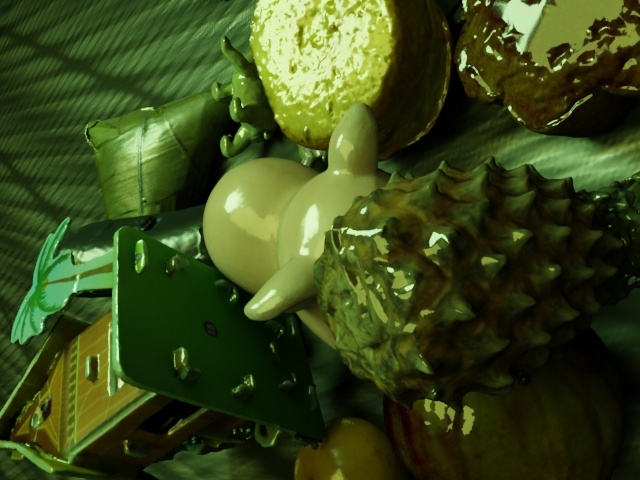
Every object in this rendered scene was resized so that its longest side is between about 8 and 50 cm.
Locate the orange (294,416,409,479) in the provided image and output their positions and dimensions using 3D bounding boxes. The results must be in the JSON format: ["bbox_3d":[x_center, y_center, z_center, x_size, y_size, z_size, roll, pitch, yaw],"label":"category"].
[{"bbox_3d":[0.033,0.300,0.732,0.156,0.124,0.156,-5,82,43],"label":"orange"}]

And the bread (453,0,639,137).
[{"bbox_3d":[0.250,-0.212,0.560,0.246,0.135,0.232,-52,51,28],"label":"bread"}]

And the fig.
[{"bbox_3d":[0.186,0.223,0.549,0.217,0.217,0.320,-13,94,46],"label":"fig"}]

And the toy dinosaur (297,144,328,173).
[{"bbox_3d":[-0.004,-0.156,0.892,0.251,0.072,0.199,0,77,56],"label":"toy dinosaur"}]

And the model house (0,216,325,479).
[{"bbox_3d":[-0.231,0.150,0.765,0.324,0.300,0.340,-37,45,19],"label":"model house"}]

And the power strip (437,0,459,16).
[{"bbox_3d":[0.196,-0.402,0.701,0.385,0.062,0.091,-49,50,30],"label":"power strip"}]

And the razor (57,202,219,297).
[{"bbox_3d":[-0.255,0.009,0.962,0.327,0.189,0.107,-11,113,10],"label":"razor"}]

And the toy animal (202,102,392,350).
[{"bbox_3d":[0.000,0.000,0.679,0.326,0.269,0.237,23,78,20],"label":"toy animal"}]

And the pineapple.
[{"bbox_3d":[0.172,0.005,0.462,0.175,0.361,0.175,34,134,46],"label":"pineapple"}]

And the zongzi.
[{"bbox_3d":[-0.243,-0.117,1.109,0.361,0.160,0.322,-16,90,17],"label":"zongzi"}]

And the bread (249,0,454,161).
[{"bbox_3d":[0.034,-0.227,0.717,0.269,0.146,0.268,6,101,37],"label":"bread"}]

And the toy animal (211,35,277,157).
[{"bbox_3d":[-0.122,-0.255,1.004,0.103,0.101,0.218,138,125,-58],"label":"toy animal"}]

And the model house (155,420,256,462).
[{"bbox_3d":[-0.170,0.202,0.894,0.241,0.226,0.261,-12,78,40],"label":"model house"}]
